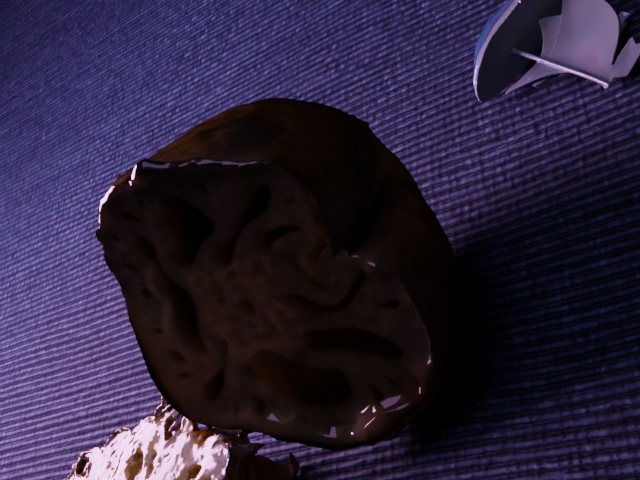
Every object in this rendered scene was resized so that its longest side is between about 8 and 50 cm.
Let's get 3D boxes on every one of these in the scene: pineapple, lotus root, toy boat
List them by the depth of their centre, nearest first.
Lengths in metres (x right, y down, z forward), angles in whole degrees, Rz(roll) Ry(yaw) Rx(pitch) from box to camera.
[{"bbox_3d":[0.000,-0.001,0.905,0.199,0.188,0.180,7,34,27],"label":"lotus root"},{"bbox_3d":[-0.095,0.163,0.974,0.233,0.079,0.135,-20,49,40],"label":"pineapple"},{"bbox_3d":[0.151,-0.136,0.979,0.149,0.034,0.105,-7,53,57],"label":"toy boat"}]
